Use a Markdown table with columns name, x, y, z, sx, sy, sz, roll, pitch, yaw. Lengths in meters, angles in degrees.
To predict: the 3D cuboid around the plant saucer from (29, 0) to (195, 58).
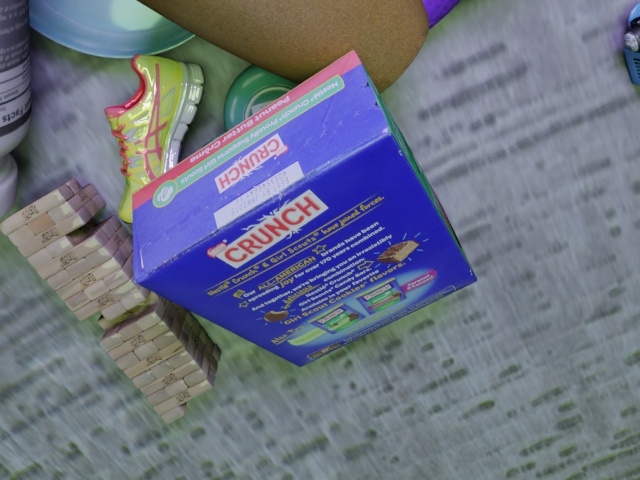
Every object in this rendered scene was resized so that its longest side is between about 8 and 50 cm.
| name | x | y | z | sx | sy | sz | roll | pitch | yaw |
| --- | --- | --- | --- | --- | --- | --- | --- | --- | --- |
| plant saucer | -0.228 | -0.365 | 0.593 | 0.317 | 0.044 | 0.318 | -1 | 110 | -3 |

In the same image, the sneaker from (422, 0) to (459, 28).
| name | x | y | z | sx | sy | sz | roll | pitch | yaw |
| --- | --- | --- | --- | --- | --- | --- | --- | --- | --- |
| sneaker | 0.164 | -0.334 | 0.577 | 0.102 | 0.146 | 0.293 | 43 | 101 | -16 |

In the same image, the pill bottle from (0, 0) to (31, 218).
| name | x | y | z | sx | sy | sz | roll | pitch | yaw |
| --- | --- | --- | --- | --- | --- | --- | --- | --- | --- |
| pill bottle | -0.397 | -0.195 | 0.527 | 0.210 | 0.210 | 0.363 | 13 | 123 | -9 |

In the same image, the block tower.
| name | x | y | z | sx | sy | sz | roll | pitch | yaw |
| --- | --- | --- | --- | --- | --- | --- | --- | --- | --- |
| block tower | -0.257 | 0.080 | 0.725 | 0.097 | 0.091 | 0.336 | -28 | 110 | 7 |

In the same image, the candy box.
| name | x | y | z | sx | sy | sz | roll | pitch | yaw |
| --- | --- | --- | --- | --- | --- | --- | --- | --- | --- |
| candy box | 0.000 | 0.000 | 0.607 | 0.268 | 0.122 | 0.317 | -28 | 145 | 13 |

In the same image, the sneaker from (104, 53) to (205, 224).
| name | x | y | z | sx | sy | sz | roll | pitch | yaw |
| --- | --- | --- | --- | --- | --- | --- | --- | --- | --- |
| sneaker | -0.215 | -0.122 | 0.650 | 0.094 | 0.081 | 0.209 | 14 | 99 | -35 |

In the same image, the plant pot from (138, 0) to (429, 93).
| name | x | y | z | sx | sy | sz | roll | pitch | yaw |
| --- | --- | --- | --- | --- | --- | --- | --- | --- | --- |
| plant pot | -0.020 | -0.257 | 0.523 | 0.254 | 0.237 | 0.237 | 33 | 104 | -27 |

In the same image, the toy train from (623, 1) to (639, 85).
| name | x | y | z | sx | sy | sz | roll | pitch | yaw |
| --- | --- | --- | --- | --- | --- | --- | --- | --- | --- |
| toy train | 0.460 | -0.266 | 0.663 | 0.184 | 0.080 | 0.105 | -31 | 118 | 5 |

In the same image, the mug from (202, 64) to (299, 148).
| name | x | y | z | sx | sy | sz | roll | pitch | yaw |
| --- | --- | --- | --- | --- | --- | --- | --- | --- | --- |
| mug | -0.057 | -0.138 | 0.657 | 0.129 | 0.097 | 0.158 | 26 | 106 | -13 |
